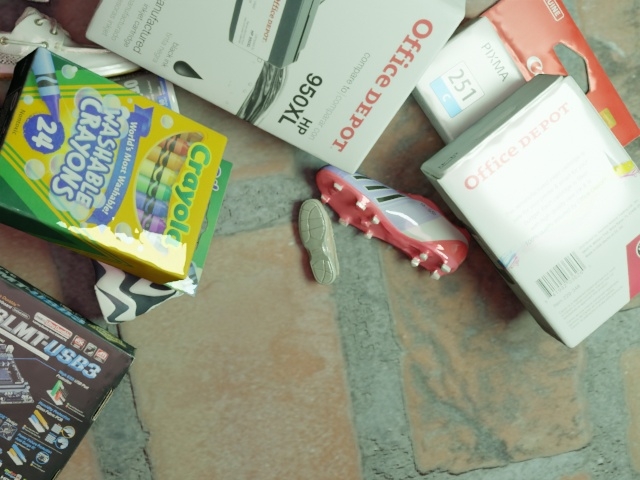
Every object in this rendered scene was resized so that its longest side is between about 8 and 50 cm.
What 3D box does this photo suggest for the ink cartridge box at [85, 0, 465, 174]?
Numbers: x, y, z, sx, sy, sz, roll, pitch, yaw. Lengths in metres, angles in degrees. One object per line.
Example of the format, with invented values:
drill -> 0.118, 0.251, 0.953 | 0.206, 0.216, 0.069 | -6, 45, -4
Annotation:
ink cartridge box -> -0.051, -0.305, 1.397 | 0.395, 0.166, 0.285 | 26, 127, -12

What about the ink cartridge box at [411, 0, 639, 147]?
ink cartridge box -> 0.300, -0.195, 1.587 | 0.261, 0.066, 0.296 | -36, 102, -2

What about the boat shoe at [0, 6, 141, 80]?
boat shoe -> -0.375, -0.256, 1.442 | 0.277, 0.098, 0.096 | -1, 99, -9

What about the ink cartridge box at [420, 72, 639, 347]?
ink cartridge box -> 0.320, -0.045, 1.512 | 0.226, 0.131, 0.306 | -38, 101, 0

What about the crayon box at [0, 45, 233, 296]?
crayon box -> -0.251, -0.078, 1.388 | 0.323, 0.083, 0.203 | 24, 70, -29

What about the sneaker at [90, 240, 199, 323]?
sneaker -> -0.247, -0.012, 1.501 | 0.153, 0.094, 0.235 | -15, 100, -9

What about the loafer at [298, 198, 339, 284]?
loafer -> 0.000, 0.000, 1.579 | 0.045, 0.039, 0.125 | -9, 97, 25

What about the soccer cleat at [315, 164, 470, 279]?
soccer cleat -> 0.105, -0.042, 1.576 | 0.248, 0.083, 0.095 | 34, 61, -8

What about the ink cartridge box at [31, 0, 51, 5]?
ink cartridge box -> -0.441, -0.381, 1.429 | 0.198, 0.067, 0.115 | 10, 96, -13

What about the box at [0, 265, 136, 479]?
box -> -0.452, 0.199, 1.505 | 0.296, 0.073, 0.293 | 32, 91, -12

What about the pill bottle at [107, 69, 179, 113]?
pill bottle -> -0.263, -0.182, 1.482 | 0.137, 0.078, 0.078 | -14, 100, -8
